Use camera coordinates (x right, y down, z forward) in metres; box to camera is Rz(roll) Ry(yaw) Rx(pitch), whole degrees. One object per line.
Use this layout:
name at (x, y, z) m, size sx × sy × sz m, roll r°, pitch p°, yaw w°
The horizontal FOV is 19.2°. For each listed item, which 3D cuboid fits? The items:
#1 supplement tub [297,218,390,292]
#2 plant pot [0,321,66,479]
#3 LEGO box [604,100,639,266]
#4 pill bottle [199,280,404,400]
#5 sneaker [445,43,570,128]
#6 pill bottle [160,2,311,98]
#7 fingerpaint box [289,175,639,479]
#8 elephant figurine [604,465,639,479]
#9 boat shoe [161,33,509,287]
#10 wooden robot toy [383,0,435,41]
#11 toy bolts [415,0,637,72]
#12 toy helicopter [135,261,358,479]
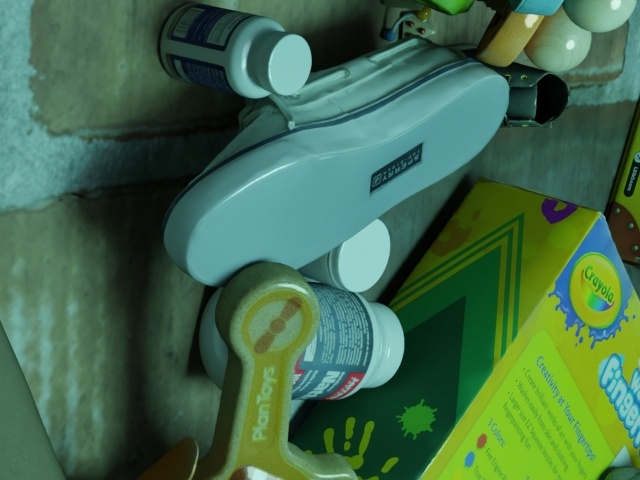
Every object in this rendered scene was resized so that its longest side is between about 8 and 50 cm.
supplement tub at (0.000, 0.000, 1.660) m, size 0.071 × 0.107 × 0.071 m, roll -19°, pitch 116°, yaw -43°
plant pot at (-0.292, 0.150, 1.307) m, size 0.263 × 0.263 × 0.229 m, roll -14°, pitch 96°, yaw -45°
LEGO box at (0.561, -0.163, 2.031) m, size 0.193 × 0.372 × 0.500 m, roll 16°, pitch 92°, yaw -50°
pill bottle at (-0.010, 0.089, 1.678) m, size 0.180 × 0.108 × 0.108 m, roll 7°, pitch 98°, yaw -49°
sneaker at (0.128, -0.134, 1.748) m, size 0.222 × 0.118 × 0.083 m, roll -22°, pitch 119°, yaw -42°
pill bottle at (-0.067, -0.151, 1.521) m, size 0.067 × 0.120 × 0.067 m, roll -19°, pitch 117°, yaw -43°
fingerpaint box at (0.191, 0.222, 1.910) m, size 0.371 × 0.163 × 0.445 m, roll -54°, pitch 138°, yaw -20°
elephant figurine at (0.350, 0.353, 1.880) m, size 0.186 × 0.169 × 0.239 m, roll -37°, pitch 126°, yaw -42°
boat shoe at (-0.016, -0.092, 1.586) m, size 0.367 × 0.156 × 0.136 m, roll -31°, pitch 144°, yaw -33°
wooden robot toy at (0.095, -0.244, 1.703) m, size 0.076 × 0.079 × 0.173 m, roll -41°, pitch 131°, yaw -32°
toy bolts at (0.189, -0.243, 1.550) m, size 0.218 × 0.158 × 0.228 m, roll -60°, pitch -177°, yaw 6°
toy helicopter at (-0.077, 0.183, 1.555) m, size 0.235 × 0.140 × 0.355 m, roll -1°, pitch 114°, yaw -20°
